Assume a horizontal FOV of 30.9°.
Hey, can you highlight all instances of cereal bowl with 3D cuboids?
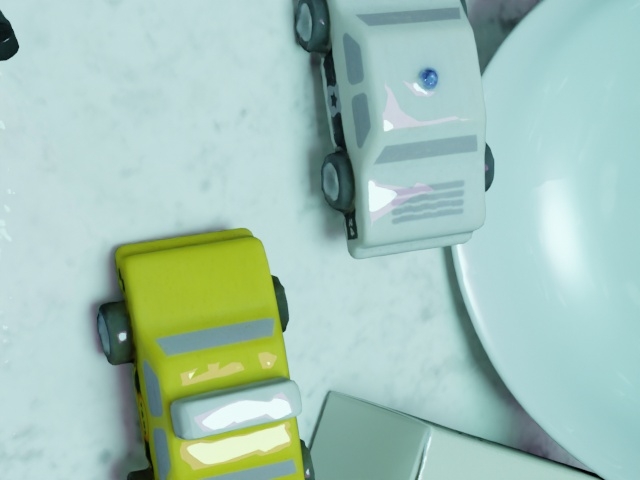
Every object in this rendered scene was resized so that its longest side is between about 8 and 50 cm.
[{"bbox_3d":[0.252,-0.012,0.683,0.141,0.339,0.339,-17,105,-46],"label":"cereal bowl"}]

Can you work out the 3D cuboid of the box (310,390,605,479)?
[{"bbox_3d":[0.125,0.182,0.745,0.275,0.113,0.094,23,83,-34],"label":"box"}]

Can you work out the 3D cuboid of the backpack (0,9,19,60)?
[{"bbox_3d":[-0.240,-0.081,0.477,0.182,0.115,0.152,-43,105,-20],"label":"backpack"}]

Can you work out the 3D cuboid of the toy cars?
[{"bbox_3d":[0.000,0.000,0.636,0.176,0.087,0.394,34,76,-15],"label":"toy cars"}]
